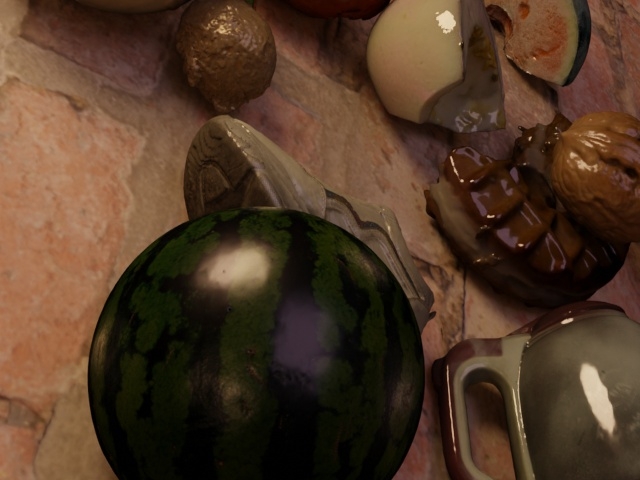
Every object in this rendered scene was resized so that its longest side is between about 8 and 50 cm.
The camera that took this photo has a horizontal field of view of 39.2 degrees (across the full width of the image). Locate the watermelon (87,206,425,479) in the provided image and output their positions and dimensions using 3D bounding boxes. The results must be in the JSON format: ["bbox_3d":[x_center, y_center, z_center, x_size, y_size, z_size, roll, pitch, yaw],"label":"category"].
[{"bbox_3d":[-0.054,0.110,0.757,0.285,0.285,0.285,21,50,-27],"label":"watermelon"}]

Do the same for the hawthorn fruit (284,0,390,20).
[{"bbox_3d":[-0.022,-0.415,1.202,0.299,0.211,0.211,13,54,-29],"label":"hawthorn fruit"}]

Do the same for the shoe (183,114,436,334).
[{"bbox_3d":[0.000,0.000,0.992,0.342,0.132,0.210,55,39,1],"label":"shoe"}]

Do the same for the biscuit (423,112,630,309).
[{"bbox_3d":[0.313,-0.037,1.269,0.366,0.115,0.268,-28,79,-45],"label":"biscuit"}]

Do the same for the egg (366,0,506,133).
[{"bbox_3d":[0.151,-0.254,1.250,0.271,0.161,0.206,0,84,-68],"label":"egg"}]

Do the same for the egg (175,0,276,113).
[{"bbox_3d":[-0.110,-0.225,1.064,0.118,0.116,0.140,-25,84,-7],"label":"egg"}]

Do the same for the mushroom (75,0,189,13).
[{"bbox_3d":[-0.242,-0.433,1.024,0.314,0.314,0.336,1,33,-38],"label":"mushroom"}]

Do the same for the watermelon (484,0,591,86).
[{"bbox_3d":[0.380,-0.426,1.550,0.188,0.175,0.322,-28,81,-45],"label":"watermelon"}]

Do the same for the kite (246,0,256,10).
[{"bbox_3d":[-0.160,-0.376,1.207,0.198,0.006,0.244,54,43,5],"label":"kite"}]

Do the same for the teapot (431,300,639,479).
[{"bbox_3d":[0.290,0.220,1.023,0.315,0.233,0.312,-6,54,-10],"label":"teapot"}]

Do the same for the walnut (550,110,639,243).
[{"bbox_3d":[0.380,-0.085,1.172,0.184,0.155,0.155,39,44,-17],"label":"walnut"}]
